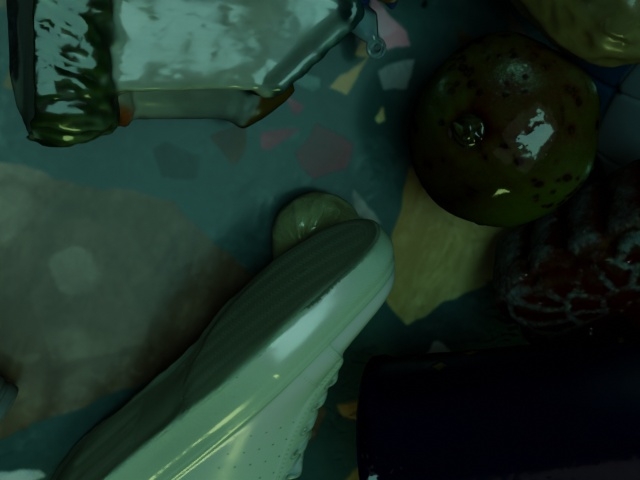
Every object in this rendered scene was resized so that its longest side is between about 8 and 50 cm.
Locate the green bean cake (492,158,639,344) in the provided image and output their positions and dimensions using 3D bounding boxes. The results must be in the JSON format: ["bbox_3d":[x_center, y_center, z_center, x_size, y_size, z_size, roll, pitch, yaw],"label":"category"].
[{"bbox_3d":[0.284,0.053,0.677,0.233,0.097,0.198,41,131,-22],"label":"green bean cake"}]

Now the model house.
[{"bbox_3d":[-0.065,-0.201,0.537,0.301,0.190,0.271,0,101,-19],"label":"model house"}]

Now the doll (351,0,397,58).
[{"bbox_3d":[0.000,-0.233,0.611,0.096,0.070,0.195,-27,106,22],"label":"doll"}]

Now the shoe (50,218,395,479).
[{"bbox_3d":[-0.049,0.148,0.617,0.363,0.132,0.160,-42,112,10],"label":"shoe"}]

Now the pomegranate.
[{"bbox_3d":[0.166,-0.089,0.646,0.205,0.159,0.159,6,100,-46],"label":"pomegranate"}]

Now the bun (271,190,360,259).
[{"bbox_3d":[0.000,0.000,0.658,0.086,0.055,0.086,-2,100,-13],"label":"bun"}]

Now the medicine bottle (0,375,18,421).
[{"bbox_3d":[-0.291,0.116,0.595,0.091,0.058,0.058,38,89,-19],"label":"medicine bottle"}]

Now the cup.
[{"bbox_3d":[0.189,0.172,0.662,0.256,0.255,0.178,-9,84,17],"label":"cup"}]

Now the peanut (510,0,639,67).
[{"bbox_3d":[0.159,-0.248,0.571,0.159,0.143,0.291,-35,80,-17],"label":"peanut"}]

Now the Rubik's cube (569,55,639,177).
[{"bbox_3d":[0.344,-0.133,0.697,0.254,0.254,0.254,-3,101,-15],"label":"Rubik's cube"}]
